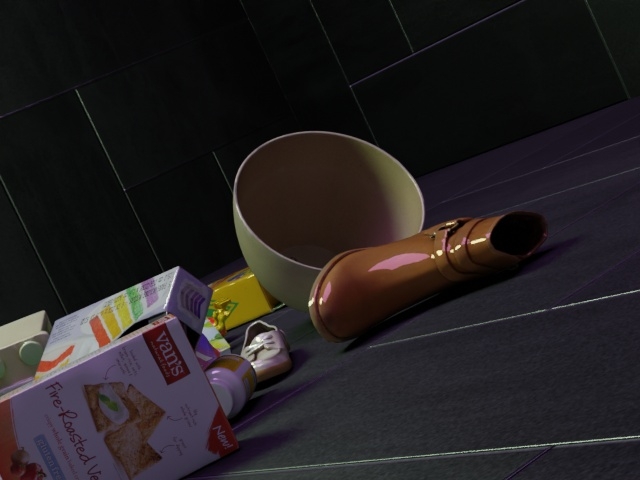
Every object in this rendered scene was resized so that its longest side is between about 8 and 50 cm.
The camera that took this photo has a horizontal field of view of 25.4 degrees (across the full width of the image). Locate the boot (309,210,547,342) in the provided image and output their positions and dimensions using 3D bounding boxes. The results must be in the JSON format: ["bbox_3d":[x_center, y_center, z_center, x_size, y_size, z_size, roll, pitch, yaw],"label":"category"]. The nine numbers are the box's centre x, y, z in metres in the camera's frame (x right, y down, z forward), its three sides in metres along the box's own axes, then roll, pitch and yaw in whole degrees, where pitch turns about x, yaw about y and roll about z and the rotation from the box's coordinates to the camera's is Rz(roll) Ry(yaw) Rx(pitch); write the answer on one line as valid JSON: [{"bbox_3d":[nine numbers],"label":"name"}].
[{"bbox_3d":[0.140,0.040,1.797,0.283,0.109,0.220,-19,3,-43],"label":"boot"}]

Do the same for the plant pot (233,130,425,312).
[{"bbox_3d":[0.000,0.000,2.144,0.284,0.284,0.191,-28,-30,-31],"label":"plant pot"}]

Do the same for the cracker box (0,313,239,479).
[{"bbox_3d":[-0.222,0.195,1.473,0.232,0.155,0.067,-27,5,-11],"label":"cracker box"}]

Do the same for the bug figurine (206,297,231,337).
[{"bbox_3d":[-0.256,0.183,2.358,0.279,0.072,0.216,-23,7,-17],"label":"bug figurine"}]

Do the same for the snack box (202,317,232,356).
[{"bbox_3d":[-0.213,0.177,2.128,0.141,0.037,0.100,-26,39,-17],"label":"snack box"}]

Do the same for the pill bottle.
[{"bbox_3d":[-0.116,0.178,1.690,0.065,0.065,0.116,-24,4,10],"label":"pill bottle"}]

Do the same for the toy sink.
[{"bbox_3d":[-0.408,0.205,1.956,0.131,0.152,0.234,-22,10,-4],"label":"toy sink"}]

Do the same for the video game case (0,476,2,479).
[{"bbox_3d":[-0.370,0.243,1.560,0.201,0.023,0.183,-23,31,-29],"label":"video game case"}]

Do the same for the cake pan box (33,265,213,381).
[{"bbox_3d":[-0.253,0.175,1.695,0.267,0.070,0.245,-21,43,40],"label":"cake pan box"}]

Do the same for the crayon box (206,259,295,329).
[{"bbox_3d":[-0.163,0.111,2.661,0.319,0.081,0.202,-23,4,20],"label":"crayon box"}]

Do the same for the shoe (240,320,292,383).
[{"bbox_3d":[-0.080,0.149,1.879,0.077,0.058,0.219,-25,4,2],"label":"shoe"}]

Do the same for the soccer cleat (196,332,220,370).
[{"bbox_3d":[-0.171,0.180,1.807,0.108,0.116,0.318,-60,15,10],"label":"soccer cleat"}]
